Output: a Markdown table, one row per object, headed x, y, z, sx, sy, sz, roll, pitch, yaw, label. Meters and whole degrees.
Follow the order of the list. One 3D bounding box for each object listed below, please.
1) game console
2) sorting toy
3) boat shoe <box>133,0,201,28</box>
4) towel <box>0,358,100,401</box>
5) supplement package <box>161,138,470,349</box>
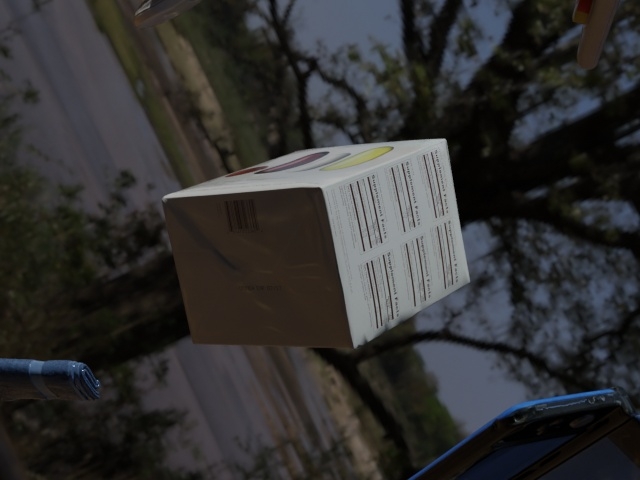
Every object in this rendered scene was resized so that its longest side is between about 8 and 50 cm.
| x | y | z | sx | sy | sz | roll | pitch | yaw | label |
| --- | --- | --- | --- | --- | --- | --- | --- | --- | --- |
| 0.238 | 0.299 | 1.295 | 0.293 | 0.250 | 0.173 | -47 | -123 | 41 | game console |
| 0.329 | -0.335 | 1.391 | 0.193 | 0.038 | 0.208 | 96 | 5 | -55 | sorting toy |
| -0.202 | -0.365 | 1.695 | 0.066 | 0.184 | 0.063 | -20 | 83 | -54 | boat shoe |
| -0.307 | 0.155 | 1.317 | 0.067 | 0.119 | 0.029 | 71 | 24 | -55 | towel |
| 0.000 | 0.000 | 1.123 | 0.203 | 0.194 | 0.149 | -24 | 107 | -50 | supplement package |
